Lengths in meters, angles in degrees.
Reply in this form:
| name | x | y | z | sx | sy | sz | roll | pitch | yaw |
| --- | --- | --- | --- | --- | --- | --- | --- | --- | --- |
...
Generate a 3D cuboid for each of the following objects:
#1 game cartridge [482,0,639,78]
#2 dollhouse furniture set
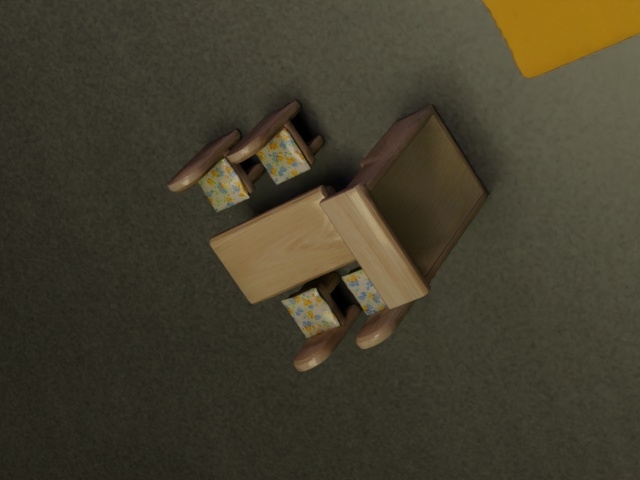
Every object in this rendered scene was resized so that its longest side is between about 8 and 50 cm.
| name | x | y | z | sx | sy | sz | roll | pitch | yaw |
| --- | --- | --- | --- | --- | --- | --- | --- | --- | --- |
| game cartridge | 0.203 | -0.295 | 1.196 | 0.285 | 0.052 | 0.323 | -22 | 124 | 18 |
| dollhouse furniture set | 0.000 | 0.000 | 1.499 | 0.242 | 0.161 | 0.212 | -24 | 107 | 36 |
